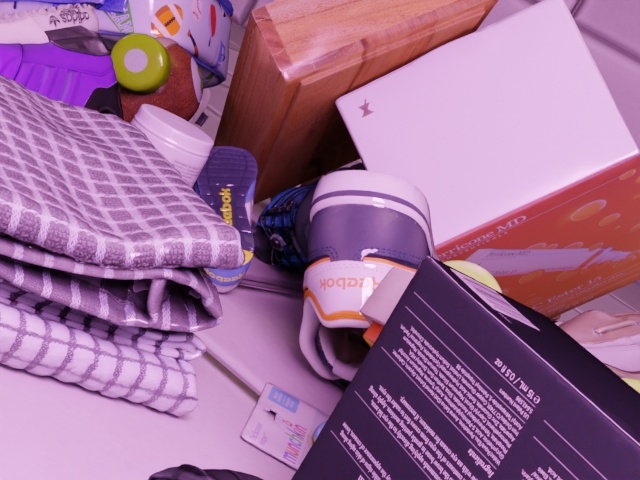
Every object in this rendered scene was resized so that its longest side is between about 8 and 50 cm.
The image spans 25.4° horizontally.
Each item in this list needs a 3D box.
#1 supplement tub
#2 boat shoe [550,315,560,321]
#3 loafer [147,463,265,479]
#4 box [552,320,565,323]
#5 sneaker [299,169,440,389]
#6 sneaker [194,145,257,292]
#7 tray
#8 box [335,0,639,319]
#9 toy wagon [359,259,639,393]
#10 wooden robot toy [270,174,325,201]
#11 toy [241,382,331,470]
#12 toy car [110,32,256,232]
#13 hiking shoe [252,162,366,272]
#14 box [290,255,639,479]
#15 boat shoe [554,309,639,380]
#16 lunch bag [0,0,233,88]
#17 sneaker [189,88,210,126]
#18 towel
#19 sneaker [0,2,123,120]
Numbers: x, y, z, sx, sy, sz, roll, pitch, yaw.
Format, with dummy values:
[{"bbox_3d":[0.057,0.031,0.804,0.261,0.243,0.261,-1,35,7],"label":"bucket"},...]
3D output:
[{"bbox_3d":[-0.142,-0.050,1.172,0.071,0.107,0.071,29,10,-6],"label":"supplement tub"},{"bbox_3d":[0.136,0.012,1.595,0.324,0.116,0.123,27,12,-17],"label":"boat shoe"},{"bbox_3d":[-0.044,0.153,0.601,0.078,0.076,0.223,22,7,-11],"label":"loafer"},{"bbox_3d":[0.268,0.156,1.387,0.180,0.077,0.147,35,12,23],"label":"box"},{"bbox_3d":[0.055,0.072,1.137,0.126,0.127,0.321,-1,-26,19],"label":"sneaker"},{"bbox_3d":[-0.082,-0.020,1.197,0.053,0.059,0.144,5,49,-5],"label":"sneaker"},{"bbox_3d":[0.017,-0.144,1.346,0.076,0.203,0.411,65,-14,8],"label":"tray"},{"bbox_3d":[0.178,-0.044,1.334,0.168,0.215,0.345,68,7,23],"label":"box"},{"bbox_3d":[0.177,0.137,0.891,0.344,0.068,0.267,36,-7,23],"label":"toy wagon"},{"bbox_3d":[-0.036,-0.056,1.605,0.173,0.076,0.079,27,22,-15],"label":"wooden robot toy"},{"bbox_3d":[0.071,0.149,0.955,0.237,0.056,0.137,30,9,0],"label":"toy"},{"bbox_3d":[-0.127,-0.078,1.298,0.188,0.149,0.155,42,1,5],"label":"toy car"},{"bbox_3d":[0.000,0.000,1.329,0.304,0.132,0.113,-33,102,-81],"label":"hiking shoe"},{"bbox_3d":[0.096,0.152,0.662,0.103,0.184,0.261,27,11,-34],"label":"box"},{"bbox_3d":[0.233,0.124,1.230,0.302,0.113,0.103,1,31,-32],"label":"boat shoe"},{"bbox_3d":[-0.239,-0.234,1.446,0.303,0.115,0.243,5,-6,13],"label":"lunch bag"},{"bbox_3d":[-0.207,-0.188,1.695,0.153,0.094,0.235,31,4,-25],"label":"sneaker"},{"bbox_3d":[-0.196,-0.028,0.893,0.235,0.121,0.284,22,13,-34],"label":"towel"},{"bbox_3d":[-0.249,-0.093,1.100,0.293,0.102,0.146,-26,96,-54],"label":"sneaker"}]
